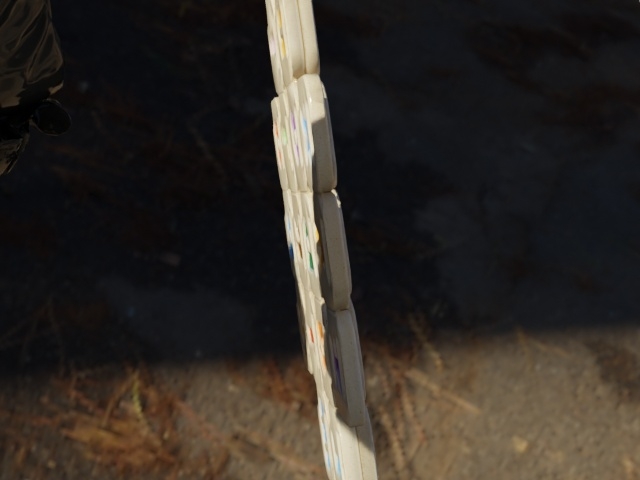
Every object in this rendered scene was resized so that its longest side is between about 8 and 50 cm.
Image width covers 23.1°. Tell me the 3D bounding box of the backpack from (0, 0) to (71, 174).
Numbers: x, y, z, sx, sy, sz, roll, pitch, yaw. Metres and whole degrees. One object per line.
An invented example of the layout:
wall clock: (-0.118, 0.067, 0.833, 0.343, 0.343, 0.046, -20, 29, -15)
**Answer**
backpack: (-0.186, -0.072, 0.524, 0.182, 0.152, 0.115, -27, 57, -16)

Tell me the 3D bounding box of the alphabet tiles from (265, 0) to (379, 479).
alphabet tiles: (0.000, 0.000, 0.862, 0.021, 0.284, 0.278, -8, 2, -5)
